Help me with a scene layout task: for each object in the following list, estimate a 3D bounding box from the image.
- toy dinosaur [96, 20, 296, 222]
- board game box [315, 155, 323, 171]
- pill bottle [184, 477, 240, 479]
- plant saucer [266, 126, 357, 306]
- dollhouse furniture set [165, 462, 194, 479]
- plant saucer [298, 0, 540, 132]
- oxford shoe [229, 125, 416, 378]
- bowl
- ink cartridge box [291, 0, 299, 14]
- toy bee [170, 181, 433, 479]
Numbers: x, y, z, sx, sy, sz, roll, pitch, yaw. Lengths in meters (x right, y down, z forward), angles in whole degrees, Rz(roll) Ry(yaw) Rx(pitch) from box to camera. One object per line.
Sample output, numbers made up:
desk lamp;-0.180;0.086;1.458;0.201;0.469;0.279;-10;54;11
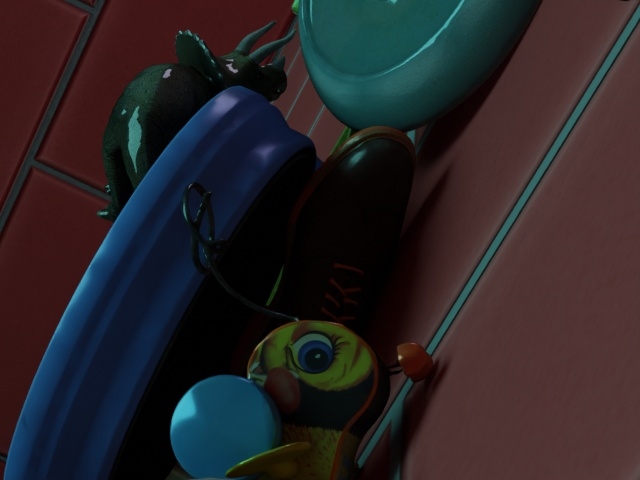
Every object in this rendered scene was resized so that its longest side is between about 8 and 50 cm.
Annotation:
toy dinosaur;-0.136;-0.090;1.348;0.313;0.121;0.160;-40;-37;-62
board game box;-0.145;0.055;1.837;0.308;0.086;0.302;-50;4;-28
pill bottle;-0.077;0.282;0.796;0.301;0.169;0.169;-62;8;17
plant saucer;0.000;0.000;1.585;0.188;0.045;0.188;-59;10;36
dollhouse furniture set;-0.245;0.344;1.782;0.259;0.135;0.262;-52;15;56
plant saucer;0.077;-0.244;1.342;0.317;0.043;0.318;-29;52;44
oxford shoe;0.015;0.040;1.289;0.271;0.097;0.098;-67;25;21
bowl;-0.117;0.067;1.285;0.391;0.077;0.391;-61;-7;-12
ink cartridge box;0.099;-0.283;1.693;0.255;0.097;0.189;12;-74;-63
toy bee;-0.012;0.115;1.019;0.195;0.162;0.298;-37;-57;-75
